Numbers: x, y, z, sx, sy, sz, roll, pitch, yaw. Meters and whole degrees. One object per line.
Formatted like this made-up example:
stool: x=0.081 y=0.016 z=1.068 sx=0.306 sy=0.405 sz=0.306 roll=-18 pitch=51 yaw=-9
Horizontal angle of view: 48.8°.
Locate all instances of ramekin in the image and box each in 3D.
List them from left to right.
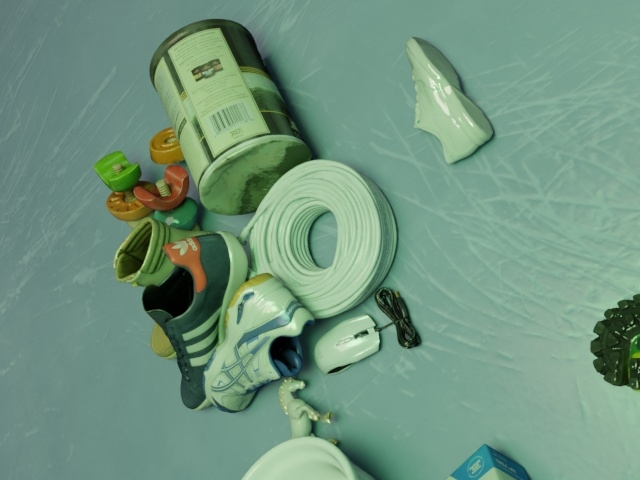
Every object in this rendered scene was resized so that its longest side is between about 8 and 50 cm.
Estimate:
ramekin: x=-0.012 y=0.434 z=0.999 sx=0.277 sy=0.135 sz=0.277 roll=-32 pitch=38 yaw=29

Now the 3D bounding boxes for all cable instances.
cable: x=0.000 y=0.000 z=1.147 sx=0.257 sy=0.089 sz=0.257 roll=42 pitch=106 yaw=31

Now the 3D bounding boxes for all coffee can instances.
coffee can: x=-0.158 y=-0.211 z=1.223 sx=0.201 sy=0.201 sz=0.276 roll=-37 pitch=63 yaw=25

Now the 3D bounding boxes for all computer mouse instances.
computer mouse: x=0.057 y=0.155 z=1.108 sx=0.193 sy=0.042 sz=0.106 roll=-34 pitch=66 yaw=26

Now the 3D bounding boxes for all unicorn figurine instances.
unicorn figurine: x=-0.025 y=0.286 z=1.131 sx=0.111 sy=0.060 sz=0.162 roll=2 pitch=89 yaw=46

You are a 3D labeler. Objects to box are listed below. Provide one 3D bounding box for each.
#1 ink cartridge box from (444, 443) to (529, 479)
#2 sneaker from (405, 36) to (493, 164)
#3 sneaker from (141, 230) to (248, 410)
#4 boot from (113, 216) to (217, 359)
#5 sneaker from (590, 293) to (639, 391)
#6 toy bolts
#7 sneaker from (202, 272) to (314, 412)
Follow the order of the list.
ink cartridge box: x=0.211 y=0.382 z=0.862 sx=0.134 sy=0.078 sz=0.231 roll=-50 pitch=17 yaw=18
sneaker: x=0.170 y=-0.214 z=1.076 sx=0.094 sy=0.080 sz=0.212 roll=-43 pitch=62 yaw=35
sneaker: x=-0.233 y=0.144 z=1.200 sx=0.131 sy=0.148 sz=0.350 roll=41 pitch=126 yaw=49
boot: x=-0.288 y=0.090 z=1.261 sx=0.095 sy=0.203 sz=0.262 roll=35 pitch=101 yaw=34
sneaker: x=0.479 y=0.081 z=0.761 sx=0.343 sy=0.146 sz=0.134 roll=-27 pitch=54 yaw=38
toy bolts: x=-0.292 y=-0.090 z=1.371 sx=0.218 sy=0.159 sz=0.228 roll=-34 pitch=43 yaw=-19
sneaker: x=-0.100 y=0.197 z=1.132 sx=0.131 sy=0.111 sz=0.297 roll=36 pitch=131 yaw=21
